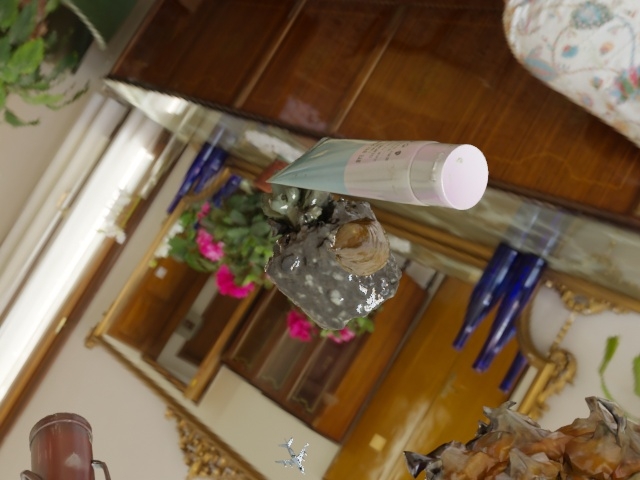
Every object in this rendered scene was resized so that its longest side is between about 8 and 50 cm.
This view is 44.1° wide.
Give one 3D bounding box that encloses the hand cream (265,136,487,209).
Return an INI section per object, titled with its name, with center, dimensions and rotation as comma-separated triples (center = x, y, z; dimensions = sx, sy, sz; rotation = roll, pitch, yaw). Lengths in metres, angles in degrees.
[hand cream]
center = 0.057, -0.082, 0.933
dimensions = 0.312, 0.111, 0.070
rotation = 13, 137, 55

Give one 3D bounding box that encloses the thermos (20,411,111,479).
[thermos]
center = -0.362, 0.356, 1.134
dimensions = 0.232, 0.124, 0.099
rotation = -125, 21, -55

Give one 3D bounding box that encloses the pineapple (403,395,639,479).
[pineapple]
center = 0.206, 0.258, 0.427
dimensions = 0.300, 0.352, 0.352
rotation = 0, 157, 32

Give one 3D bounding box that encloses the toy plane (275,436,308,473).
[toy plane]
center = -0.054, 0.449, 1.639
dimensions = 0.084, 0.078, 0.024
rotation = 61, 179, 1

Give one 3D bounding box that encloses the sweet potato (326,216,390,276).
[sweet potato]
center = 0.044, 0.007, 0.875
dimensions = 0.067, 0.067, 0.274
rotation = 29, -179, 11

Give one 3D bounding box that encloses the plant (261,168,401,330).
[plant]
center = 0.000, 0.000, 1.528
dimensions = 0.312, 0.215, 0.213
rotation = 57, -154, -16
